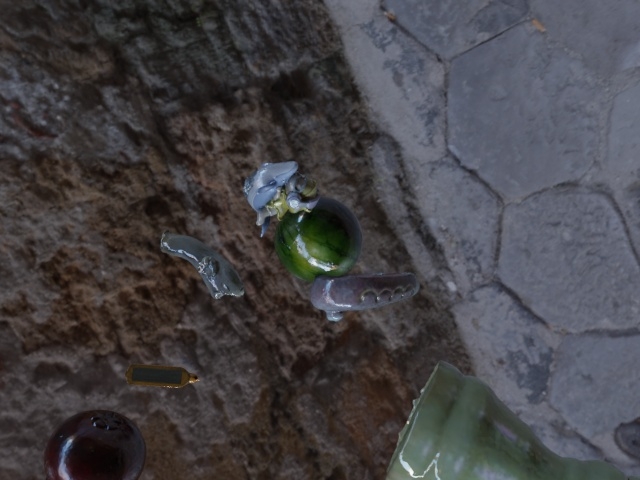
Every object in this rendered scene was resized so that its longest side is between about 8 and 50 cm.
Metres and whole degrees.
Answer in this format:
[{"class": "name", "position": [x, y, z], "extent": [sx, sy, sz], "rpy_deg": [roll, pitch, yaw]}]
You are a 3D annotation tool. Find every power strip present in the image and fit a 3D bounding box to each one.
[{"class": "power strip", "position": [-0.383, 0.331, 1.414], "extent": [0.028, 0.178, 0.049], "rpy_deg": [114, 161, -71]}]

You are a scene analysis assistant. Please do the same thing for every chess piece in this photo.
[{"class": "chess piece", "position": [0.351, 0.397, 0.971], "extent": [0.442, 0.234, 0.234], "rpy_deg": [25, 133, 12]}]

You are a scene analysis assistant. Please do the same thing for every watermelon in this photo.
[{"class": "watermelon", "position": [-0.004, -0.002, 1.601], "extent": [0.242, 0.242, 0.242], "rpy_deg": [25, 131, 32]}]

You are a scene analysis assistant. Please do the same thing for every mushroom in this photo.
[{"class": "mushroom", "position": [-0.320, 0.063, 1.588], "extent": [0.278, 0.099, 0.096], "rpy_deg": [40, 115, 1]}]

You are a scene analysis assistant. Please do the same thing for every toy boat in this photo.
[{"class": "toy boat", "position": [0.081, 0.107, 1.123], "extent": [0.155, 0.227, 0.085], "rpy_deg": [0, 91, 50]}]

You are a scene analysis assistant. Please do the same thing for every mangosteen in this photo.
[{"class": "mangosteen", "position": [-0.507, 0.506, 1.290], "extent": [0.215, 0.215, 0.257], "rpy_deg": [29, 103, 30]}]

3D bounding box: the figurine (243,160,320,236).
[{"class": "figurine", "position": [-0.100, -0.109, 1.420], "extent": [0.183, 0.128, 0.208], "rpy_deg": [17, 129, -12]}]
